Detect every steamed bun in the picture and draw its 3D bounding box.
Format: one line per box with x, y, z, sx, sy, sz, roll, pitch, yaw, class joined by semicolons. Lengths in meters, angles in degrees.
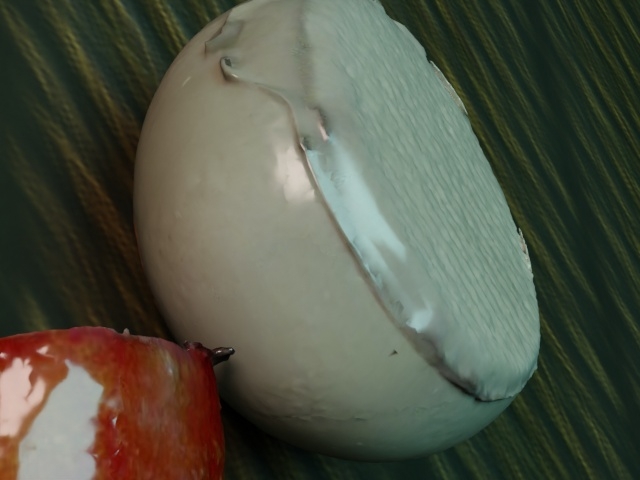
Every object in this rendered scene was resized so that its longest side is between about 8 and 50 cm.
0.000;0.000;0.921;0.374;0.241;0.374;44;29;-33;steamed bun

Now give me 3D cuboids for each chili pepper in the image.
-0.169;0.213;0.700;0.251;0.229;0.305;51;37;-78;chili pepper
